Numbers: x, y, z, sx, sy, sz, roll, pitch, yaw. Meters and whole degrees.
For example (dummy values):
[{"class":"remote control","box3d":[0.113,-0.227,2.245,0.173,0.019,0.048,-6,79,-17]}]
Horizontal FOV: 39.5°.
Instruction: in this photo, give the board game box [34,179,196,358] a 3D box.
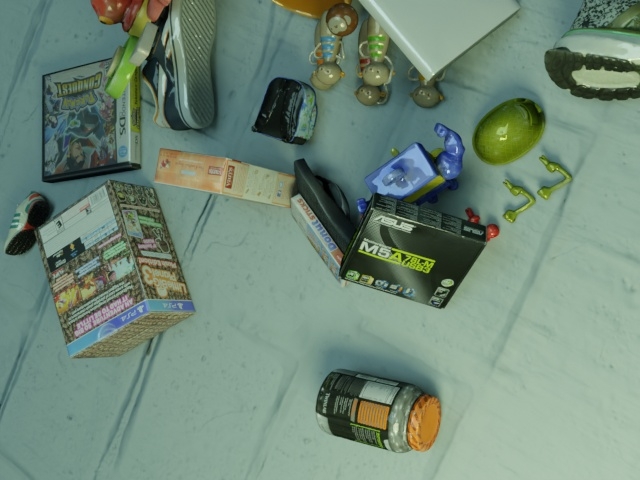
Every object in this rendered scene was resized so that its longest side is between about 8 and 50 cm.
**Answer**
[{"class":"board game box","box3d":[-0.420,0.062,1.812,0.232,0.141,0.291,-29,72,26]}]

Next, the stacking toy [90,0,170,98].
[{"class":"stacking toy","box3d":[-0.384,-0.443,1.723,0.309,0.130,0.279,-28,41,59]}]

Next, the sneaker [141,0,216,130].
[{"class":"sneaker","box3d":[-0.289,-0.378,1.782,0.128,0.126,0.321,-4,82,32]}]

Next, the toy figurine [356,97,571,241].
[{"class":"toy figurine","box3d":[0.187,-0.087,1.415,0.363,0.217,0.191,-33,70,25]}]

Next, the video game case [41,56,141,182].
[{"class":"video game case","box3d":[-0.507,-0.264,1.955,0.275,0.035,0.248,-5,83,31]}]

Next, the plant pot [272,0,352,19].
[{"class":"plant pot","box3d":[-0.011,-0.532,1.599,0.205,0.205,0.187,16,79,31]}]

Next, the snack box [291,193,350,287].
[{"class":"snack box","box3d":[0.000,0.000,1.611,0.022,0.064,0.178,-28,66,-17]}]

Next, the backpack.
[{"class":"backpack","box3d":[-0.058,-0.242,1.653,0.105,0.084,0.114,21,102,30]}]

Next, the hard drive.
[{"class":"hard drive","box3d":[0.153,-0.436,1.455,0.203,0.040,0.307,-39,87,-14]}]

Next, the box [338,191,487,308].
[{"class":"box","box3d":[0.144,0.020,1.425,0.184,0.191,0.045,115,170,-50]}]

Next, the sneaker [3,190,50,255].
[{"class":"sneaker","box3d":[-0.675,-0.041,2.034,0.161,0.057,0.075,-55,46,17]}]

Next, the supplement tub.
[{"class":"supplement tub","box3d":[0.098,0.287,1.494,0.190,0.117,0.116,9,90,31]}]

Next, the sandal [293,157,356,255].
[{"class":"sandal","box3d":[0.029,-0.044,1.594,0.055,0.097,0.254,-28,68,-17]}]

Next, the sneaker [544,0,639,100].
[{"class":"sneaker","box3d":[0.539,-0.306,1.278,0.411,0.158,0.182,9,73,27]}]

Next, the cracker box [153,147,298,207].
[{"class":"cracker box","box3d":[-0.165,-0.111,1.620,0.156,0.232,0.067,11,92,31]}]

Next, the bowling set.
[{"class":"bowling set","box3d":[0.055,-0.314,1.531,0.287,0.200,0.154,7,95,35]}]
